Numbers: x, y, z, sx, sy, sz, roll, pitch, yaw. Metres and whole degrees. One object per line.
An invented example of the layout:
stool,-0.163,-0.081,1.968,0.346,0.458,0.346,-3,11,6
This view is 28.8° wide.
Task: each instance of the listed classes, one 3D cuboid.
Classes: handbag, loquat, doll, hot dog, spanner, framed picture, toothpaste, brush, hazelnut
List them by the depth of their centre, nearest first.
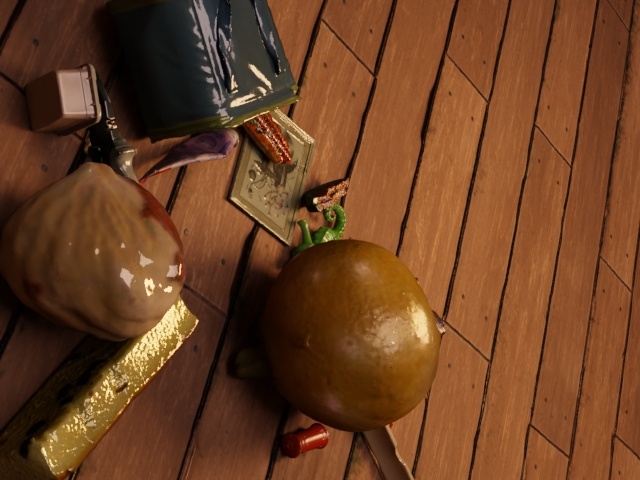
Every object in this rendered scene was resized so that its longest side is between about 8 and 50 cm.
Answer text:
hazelnut,-0.314,0.009,1.719,0.261,0.261,0.241,-27,137,-51
spanner,-0.308,-0.095,1.874,0.040,0.096,0.324,-18,96,-51
handbag,-0.185,-0.302,1.987,0.263,0.222,0.241,-27,107,-50
toothpaste,-0.214,-0.132,2.007,0.301,0.075,0.048,-37,117,-59
loquat,0.026,0.163,2.080,0.360,0.328,0.328,-14,93,-9
hot dog,-0.095,-0.191,2.193,0.144,0.038,0.062,53,44,-29
framed picture,-0.084,-0.126,2.232,0.173,0.010,0.231,37,53,-39
doll,0.000,0.000,2.275,0.190,0.050,0.115,-47,124,-48
brush,0.123,0.382,2.324,0.321,0.060,0.050,65,29,-16

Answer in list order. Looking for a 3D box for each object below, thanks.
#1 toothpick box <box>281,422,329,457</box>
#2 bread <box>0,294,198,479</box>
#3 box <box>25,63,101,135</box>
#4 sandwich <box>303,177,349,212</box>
toothpick box,-0.028,0.346,2.152,0.083,0.047,0.047,-8,87,-51
bread,-0.321,0.209,1.746,0.077,0.138,0.361,60,42,-20
box,-0.375,-0.202,1.805,0.062,0.122,0.089,-8,87,-41
sandwich,0.006,-0.082,2.284,0.135,0.067,0.029,-42,119,-60
